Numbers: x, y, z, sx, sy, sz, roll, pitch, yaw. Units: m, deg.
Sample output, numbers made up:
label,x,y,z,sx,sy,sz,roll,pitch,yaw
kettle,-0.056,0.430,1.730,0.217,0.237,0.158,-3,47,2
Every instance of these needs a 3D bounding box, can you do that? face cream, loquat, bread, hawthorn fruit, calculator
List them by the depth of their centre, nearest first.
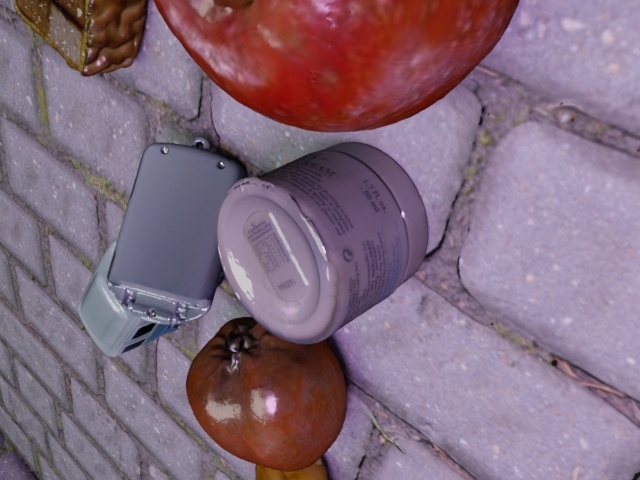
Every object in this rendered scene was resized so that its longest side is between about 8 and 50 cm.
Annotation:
label,x,y,z,sx,sy,sz,roll,pitch,yaw
hawthorn fruit,0.012,-0.218,0.448,0.284,0.284,0.284,23,126,35
face cream,0.000,0.000,0.647,0.177,0.153,0.177,22,124,36
calculator,-0.183,-0.015,0.793,0.141,0.045,0.246,14,85,2
hawthorn fruit,-0.055,0.217,0.810,0.199,0.199,0.251,3,127,44
bread,-0.329,-0.340,0.828,0.222,0.096,0.182,41,135,24
loquat,-0.045,0.369,0.929,0.137,0.113,0.137,52,157,34

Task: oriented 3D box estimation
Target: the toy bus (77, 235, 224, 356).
label,x,y,z,sx,sy,sz,roll,pitch,yaw
toy bus,-0.260,0.067,0.931,0.133,0.164,0.271,54,138,8
